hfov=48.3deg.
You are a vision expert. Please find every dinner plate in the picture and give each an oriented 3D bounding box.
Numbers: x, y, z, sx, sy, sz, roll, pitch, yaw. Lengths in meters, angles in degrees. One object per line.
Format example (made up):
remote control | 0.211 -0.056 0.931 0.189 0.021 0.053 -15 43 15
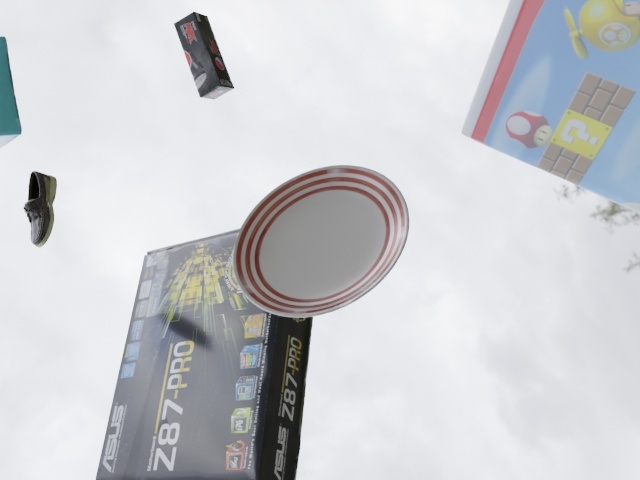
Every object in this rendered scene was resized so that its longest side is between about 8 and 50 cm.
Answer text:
dinner plate | 0.000 0.000 0.542 0.017 0.141 0.141 62 -155 -47

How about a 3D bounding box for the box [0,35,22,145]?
box | -0.394 -0.155 0.809 0.060 0.244 0.100 -11 -83 -29

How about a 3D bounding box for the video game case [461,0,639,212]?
video game case | 0.212 -0.056 0.269 0.285 0.204 0.025 26 -122 11

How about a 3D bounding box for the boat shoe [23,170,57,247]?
boat shoe | -0.521 -0.059 1.312 0.049 0.056 0.152 27 -135 -45

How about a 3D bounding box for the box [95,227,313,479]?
box | -0.164 0.179 1.082 0.097 0.318 0.394 35 -128 -44

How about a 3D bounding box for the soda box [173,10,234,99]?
soda box | -0.241 -0.380 1.476 0.053 0.060 0.168 -11 -100 -65
